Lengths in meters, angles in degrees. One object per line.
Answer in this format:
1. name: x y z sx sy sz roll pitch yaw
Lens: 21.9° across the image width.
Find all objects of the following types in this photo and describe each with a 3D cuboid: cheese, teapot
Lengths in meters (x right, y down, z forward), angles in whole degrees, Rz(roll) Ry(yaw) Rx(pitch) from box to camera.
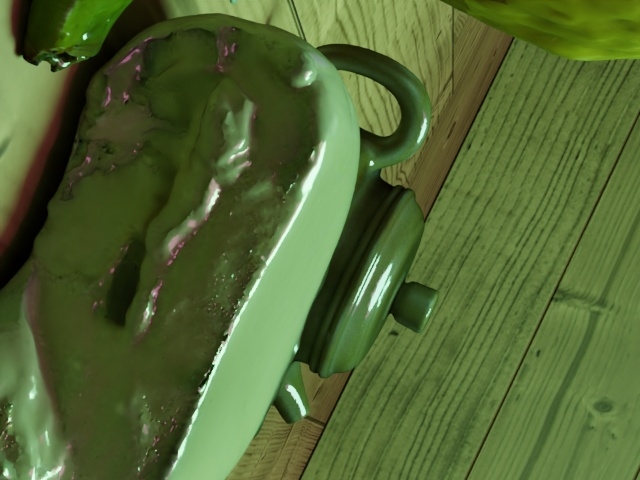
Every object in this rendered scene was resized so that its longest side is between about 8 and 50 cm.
1. cheese: -0.077 0.017 0.826 0.233 0.127 0.266 40 73 -79
2. teapot: 0.000 0.000 1.103 0.185 0.175 0.267 -53 166 -66

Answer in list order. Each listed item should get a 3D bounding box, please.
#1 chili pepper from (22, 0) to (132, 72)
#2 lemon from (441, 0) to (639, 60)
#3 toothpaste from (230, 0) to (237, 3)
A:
1. chili pepper: -0.069 -0.150 0.640 0.052 0.050 0.201 8 114 -43
2. lemon: 0.106 -0.219 0.490 0.349 0.350 0.387 -62 -179 -17
3. toothpaste: 0.007 -0.226 0.935 0.216 0.037 0.062 -58 171 -18
